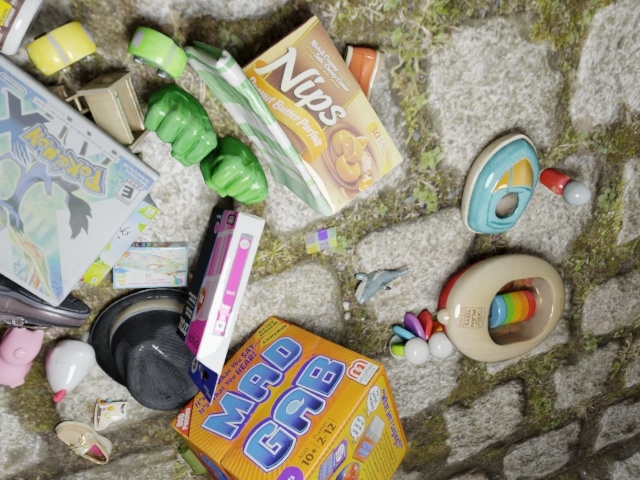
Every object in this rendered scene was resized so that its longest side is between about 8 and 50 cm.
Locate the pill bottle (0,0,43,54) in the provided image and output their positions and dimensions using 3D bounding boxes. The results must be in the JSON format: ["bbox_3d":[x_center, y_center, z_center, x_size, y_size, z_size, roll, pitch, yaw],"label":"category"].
[{"bbox_3d":[-0.520,-0.369,0.689,0.215,0.117,0.117,27,108,-32],"label":"pill bottle"}]

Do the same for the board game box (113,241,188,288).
[{"bbox_3d":[-0.370,0.053,1.071,0.154,0.026,0.103,0,120,-22],"label":"board game box"}]

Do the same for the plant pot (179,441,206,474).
[{"bbox_3d":[-0.357,0.607,1.401,0.083,0.083,0.079,-36,114,3],"label":"plant pot"}]

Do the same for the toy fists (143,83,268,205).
[{"bbox_3d":[-0.208,-0.169,0.924,0.096,0.142,0.279,-42,126,7],"label":"toy fists"}]

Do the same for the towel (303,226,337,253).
[{"bbox_3d":[0.000,0.000,1.195,0.083,0.009,0.060,-14,124,-13],"label":"towel"}]

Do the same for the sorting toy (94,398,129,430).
[{"bbox_3d":[-0.526,0.430,1.241,0.075,0.045,0.083,5,118,-32],"label":"sorting toy"}]

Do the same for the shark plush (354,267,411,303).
[{"bbox_3d":[0.164,0.118,1.298,0.161,0.067,0.073,-14,124,-13],"label":"shark plush"}]

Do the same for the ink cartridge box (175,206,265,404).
[{"bbox_3d":[-0.217,0.119,0.995,0.069,0.175,0.371,15,89,-30],"label":"ink cartridge box"}]

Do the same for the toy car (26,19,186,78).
[{"bbox_3d":[-0.314,-0.339,0.789,0.225,0.053,0.239,24,88,-35],"label":"toy car"}]

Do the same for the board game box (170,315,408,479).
[{"bbox_3d":[-0.053,0.471,1.177,0.356,0.356,0.357,-45,133,-32],"label":"board game box"}]

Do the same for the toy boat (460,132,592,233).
[{"bbox_3d":[0.515,-0.133,1.230,0.318,0.148,0.267,-5,122,-19],"label":"toy boat"}]

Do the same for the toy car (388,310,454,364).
[{"bbox_3d":[0.283,0.273,1.413,0.182,0.159,0.136,-10,89,-15],"label":"toy car"}]

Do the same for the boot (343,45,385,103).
[{"bbox_3d":[0.067,-0.314,1.000,0.084,0.059,0.158,9,114,-16],"label":"boot"}]

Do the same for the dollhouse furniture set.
[{"bbox_3d":[-0.399,-0.195,0.886,0.161,0.101,0.182,-3,125,9],"label":"dollhouse furniture set"}]

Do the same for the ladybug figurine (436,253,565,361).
[{"bbox_3d":[0.494,0.178,1.383,0.449,0.162,0.305,0,100,-29],"label":"ladybug figurine"}]

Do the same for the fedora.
[{"bbox_3d":[-0.364,0.276,1.137,0.334,0.152,0.334,-10,124,-16],"label":"fedora"}]

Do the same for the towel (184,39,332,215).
[{"bbox_3d":[-0.113,-0.199,0.881,0.038,0.248,0.325,-39,126,-7],"label":"towel"}]

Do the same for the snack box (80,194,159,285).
[{"bbox_3d":[-0.443,-0.032,0.929,0.207,0.070,0.174,-50,140,5],"label":"snack box"}]

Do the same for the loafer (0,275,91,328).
[{"bbox_3d":[-0.617,0.124,0.960,0.302,0.109,0.095,25,95,-29],"label":"loafer"}]

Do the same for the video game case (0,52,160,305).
[{"bbox_3d":[-0.490,-0.095,0.808,0.329,0.036,0.300,38,97,-17],"label":"video game case"}]

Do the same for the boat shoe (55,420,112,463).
[{"bbox_3d":[-0.600,0.518,1.253,0.063,0.059,0.170,-37,127,4],"label":"boat shoe"}]

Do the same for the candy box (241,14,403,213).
[{"bbox_3d":[-0.003,-0.230,0.939,0.183,0.087,0.316,-38,109,-5],"label":"candy box"}]

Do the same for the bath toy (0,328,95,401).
[{"bbox_3d":[-0.654,0.241,1.013,0.348,0.129,0.151,26,144,-30],"label":"bath toy"}]
